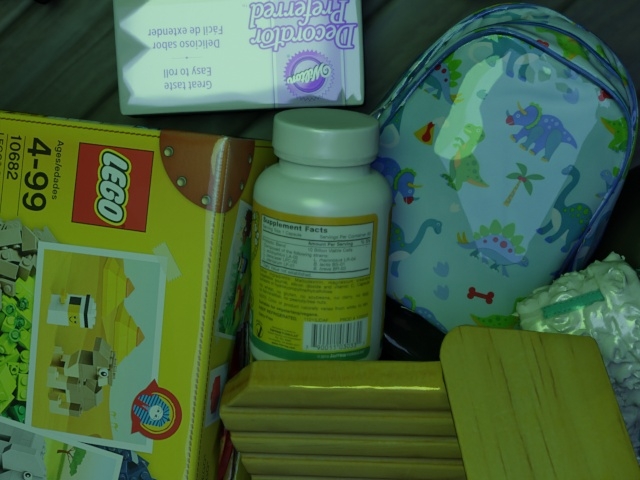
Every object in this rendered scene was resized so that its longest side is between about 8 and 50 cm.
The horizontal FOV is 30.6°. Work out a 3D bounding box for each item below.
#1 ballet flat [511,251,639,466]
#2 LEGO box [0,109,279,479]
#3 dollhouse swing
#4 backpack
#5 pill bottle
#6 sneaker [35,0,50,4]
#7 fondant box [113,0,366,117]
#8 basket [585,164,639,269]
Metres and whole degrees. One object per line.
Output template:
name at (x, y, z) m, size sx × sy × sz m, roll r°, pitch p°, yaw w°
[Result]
ballet flat at (0.226, 0.168, 1.074) m, size 0.147 × 0.147 × 0.409 m, roll -8°, pitch 136°, yaw 2°
LEGO box at (-0.250, 0.136, 1.067) m, size 0.373 × 0.193 × 0.500 m, roll 7°, pitch 95°, yaw 15°
dollhouse swing at (0.099, 0.272, 0.931) m, size 0.305 × 0.315 × 0.346 m, roll -12°, pitch 139°, yaw 4°
backpack at (0.147, -0.046, 1.099) m, size 0.290 × 0.273 × 0.355 m, roll 37°, pitch 84°, yaw 10°
pill bottle at (0.000, 0.000, 0.977) m, size 0.118 × 0.117 × 0.208 m, roll 3°, pitch 108°, yaw 1°
sneaker at (-0.415, -0.255, 1.139) m, size 0.330 × 0.130 × 0.147 m, roll -9°, pitch 93°, yaw 2°
fondant box at (-0.080, -0.290, 1.142) m, size 0.238 × 0.096 × 0.330 m, roll -2°, pitch 96°, yaw 2°
basket at (0.335, 0.025, 1.095) m, size 0.154 × 0.227 × 0.204 m, roll 28°, pitch 96°, yaw -1°
